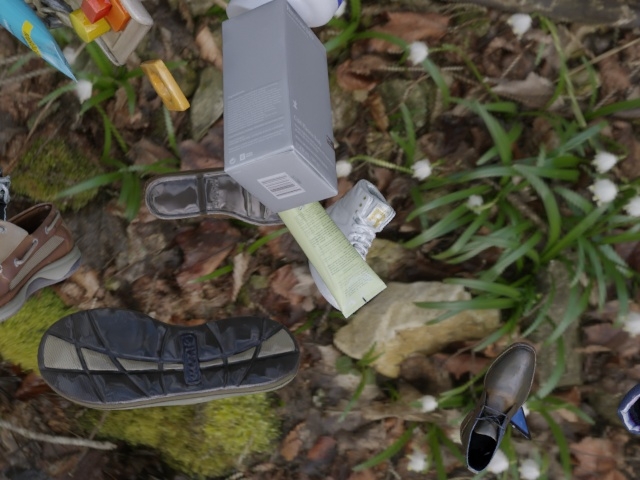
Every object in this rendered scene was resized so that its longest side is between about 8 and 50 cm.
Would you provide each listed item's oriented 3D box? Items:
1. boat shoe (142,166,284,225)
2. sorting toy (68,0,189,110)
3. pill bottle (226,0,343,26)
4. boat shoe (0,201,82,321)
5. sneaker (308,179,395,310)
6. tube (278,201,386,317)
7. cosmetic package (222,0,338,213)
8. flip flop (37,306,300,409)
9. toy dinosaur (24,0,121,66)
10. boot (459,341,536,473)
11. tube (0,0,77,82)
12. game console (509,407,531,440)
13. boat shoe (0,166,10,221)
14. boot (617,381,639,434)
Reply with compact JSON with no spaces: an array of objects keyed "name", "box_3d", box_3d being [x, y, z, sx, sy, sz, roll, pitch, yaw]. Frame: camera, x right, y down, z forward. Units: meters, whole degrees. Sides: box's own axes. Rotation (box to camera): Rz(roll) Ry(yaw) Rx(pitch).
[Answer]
[{"name":"boat shoe","box_3d":[-0.169,-0.091,1.571,0.308,0.104,0.110,4,100,-13]},{"name":"sorting toy","box_3d":[-0.260,-0.277,0.915,0.047,0.196,0.347,-38,101,-16]},{"name":"pill bottle","box_3d":[-0.016,-0.407,1.232,0.152,0.152,0.272,35,78,-14]},{"name":"boat shoe","box_3d":[-0.438,0.030,1.133,0.123,0.324,0.116,-4,107,14]},{"name":"sneaker","box_3d":[0.068,-0.006,1.669,0.108,0.169,0.292,32,30,-27]},{"name":"tube","box_3d":[0.000,0.000,1.321,0.070,0.062,0.240,-37,88,11]},{"name":"cosmetic package","box_3d":[-0.053,-0.170,1.075,0.127,0.107,0.237,39,43,-54]},{"name":"flip flop","box_3d":[-0.161,0.133,0.925,0.277,0.080,0.112,-1,61,-12]},{"name":"toy dinosaur","box_3d":[-0.414,-0.346,1.292,0.118,0.268,0.064,3,122,-54]},{"name":"boot","box_3d":[0.289,0.272,1.367,0.082,0.106,0.219,22,113,1]},{"name":"tube","box_3d":[-0.395,-0.291,1.127,0.052,0.080,0.207,-45,71,-7]},{"name":"game console","box_3d":[0.367,0.296,1.611,0.071,0.122,0.107,9,112,-1]},{"name":"boat shoe","box_3d":[-0.522,-0.086,1.287,0.113,0.105,0.306,2,65,-61]},{"name":"boot","box_3d":[0.333,0.104,0.691,0.086,0.190,0.069,-10,60,-46]}]
